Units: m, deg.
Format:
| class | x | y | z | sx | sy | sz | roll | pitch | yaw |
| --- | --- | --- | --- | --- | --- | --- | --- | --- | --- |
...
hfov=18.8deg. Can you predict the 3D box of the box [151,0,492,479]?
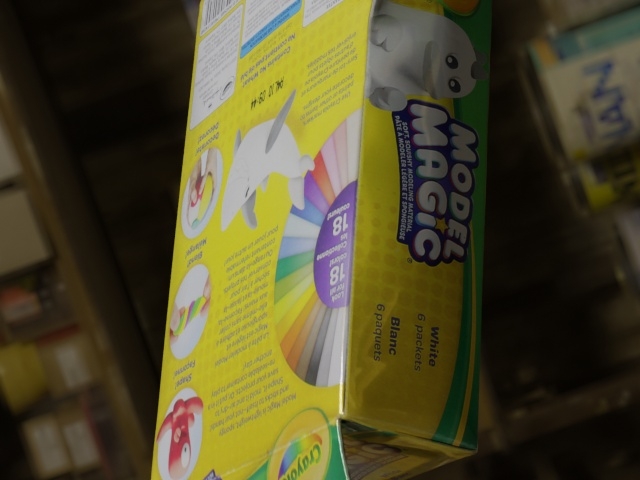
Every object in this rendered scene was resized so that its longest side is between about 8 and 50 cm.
| class | x | y | z | sx | sy | sz | roll | pitch | yaw |
| --- | --- | --- | --- | --- | --- | --- | --- | --- | --- |
| box | 0.000 | 0.000 | 0.498 | 0.105 | 0.043 | 0.179 | -31 | 47 | 55 |
